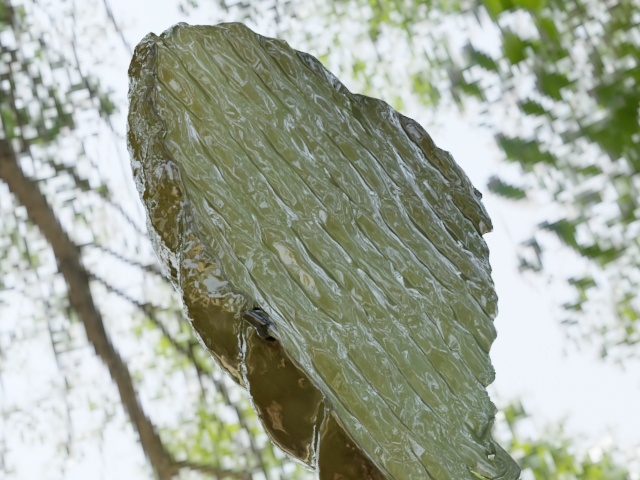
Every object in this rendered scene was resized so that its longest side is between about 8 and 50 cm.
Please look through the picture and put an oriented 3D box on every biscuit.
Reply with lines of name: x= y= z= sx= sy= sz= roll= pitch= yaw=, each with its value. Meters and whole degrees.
biscuit: x=0.000 y=0.000 z=0.596 sx=0.036 sy=0.273 sz=0.187 roll=-39 pitch=-72 yaw=21
